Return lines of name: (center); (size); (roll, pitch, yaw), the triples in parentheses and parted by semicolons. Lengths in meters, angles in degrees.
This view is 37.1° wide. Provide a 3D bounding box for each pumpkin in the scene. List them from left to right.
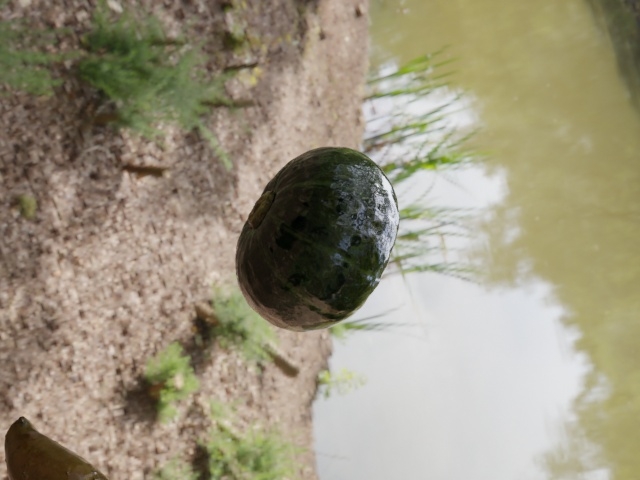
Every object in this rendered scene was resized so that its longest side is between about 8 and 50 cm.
pumpkin: (-0.003, -0.001, 0.823); (0.125, 0.167, 0.167); (33, 33, -3)

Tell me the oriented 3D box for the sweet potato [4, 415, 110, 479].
sweet potato: (-0.053, 0.117, 0.323); (0.044, 0.179, 0.044); (-34, 143, -31)
